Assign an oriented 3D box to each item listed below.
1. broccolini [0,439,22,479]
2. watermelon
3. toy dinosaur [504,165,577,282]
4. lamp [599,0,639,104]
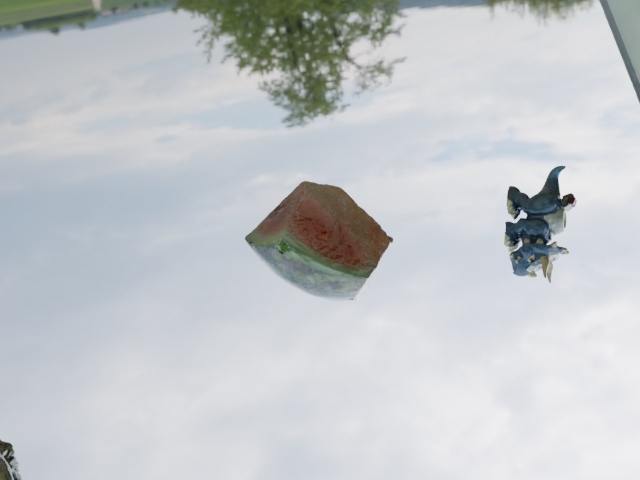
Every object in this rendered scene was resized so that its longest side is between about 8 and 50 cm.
[{"bbox_3d":[-0.196,0.149,0.469,0.068,0.091,0.202,3,176,-24],"label":"broccolini"},{"bbox_3d":[0.002,0.005,0.557,0.072,0.084,0.092,-45,-176,-15],"label":"watermelon"},{"bbox_3d":[0.157,-0.012,0.601,0.047,0.083,0.030,4,169,24],"label":"toy dinosaur"},{"bbox_3d":[0.202,-0.167,0.289,0.047,0.269,0.266,-28,-174,-37],"label":"lamp"}]
